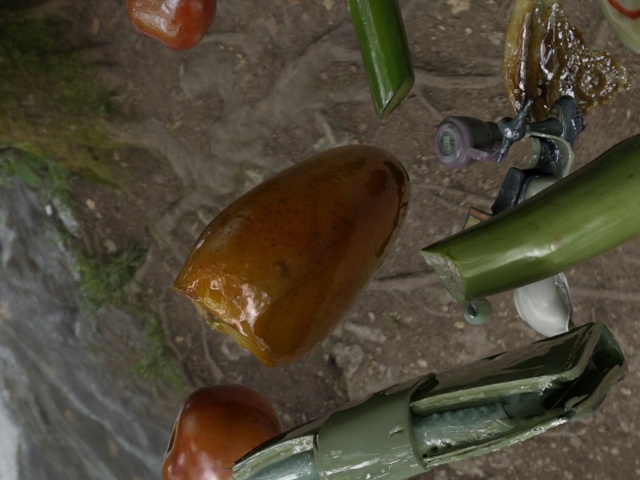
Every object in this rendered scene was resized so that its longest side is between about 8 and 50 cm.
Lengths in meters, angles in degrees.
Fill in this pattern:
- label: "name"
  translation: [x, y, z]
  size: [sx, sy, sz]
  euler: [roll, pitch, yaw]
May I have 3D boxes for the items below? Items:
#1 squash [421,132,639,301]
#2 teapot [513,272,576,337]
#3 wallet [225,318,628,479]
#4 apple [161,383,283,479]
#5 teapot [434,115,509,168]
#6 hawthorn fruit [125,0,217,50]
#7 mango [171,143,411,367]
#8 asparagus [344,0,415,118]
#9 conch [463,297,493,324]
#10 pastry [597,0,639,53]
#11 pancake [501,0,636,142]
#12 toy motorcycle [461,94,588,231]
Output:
- label: "squash"
  translation: [0.215, -0.017, 0.492]
  size: [0.250, 0.083, 0.083]
  euler: [-28, 92, 10]
- label: "teapot"
  translation: [0.399, 0.093, 1.001]
  size: [0.092, 0.226, 0.145]
  euler: [-17, 118, 31]
- label: "wallet"
  translation: [0.089, 0.156, 0.484]
  size: [0.309, 0.223, 0.077]
  euler: [-31, 70, 29]
- label: "apple"
  translation: [-0.127, 0.260, 0.713]
  size: [0.139, 0.163, 0.163]
  euler: [15, 121, -24]
- label: "teapot"
  translation: [0.348, -0.227, 1.263]
  size: [0.148, 0.146, 0.116]
  euler: [0, 100, 63]
- label: "hawthorn fruit"
  translation: [-0.194, -0.332, 0.768]
  size: [0.140, 0.125, 0.125]
  euler: [-36, 87, 20]
- label: "mango"
  translation: [0.000, 0.000, 0.673]
  size: [0.199, 0.350, 0.201]
  euler: [-4, 121, 54]
- label: "asparagus"
  translation: [0.055, -0.277, 0.626]
  size: [0.060, 0.067, 0.278]
  euler: [-8, 101, 60]
- label: "conch"
  translation: [0.348, 0.142, 1.252]
  size: [0.065, 0.180, 0.088]
  euler: [-7, 83, 22]
- label: "pastry"
  translation: [0.470, -0.369, 0.727]
  size: [0.133, 0.265, 0.265]
  euler: [-18, 99, -10]
- label: "pancake"
  translation: [0.436, -0.296, 0.977]
  size: [0.244, 0.057, 0.266]
  euler: [-1, 117, -1]
- label: "toy motorcycle"
  translation: [0.330, -0.105, 0.893]
  size: [0.091, 0.157, 0.263]
  euler: [38, 116, 57]
